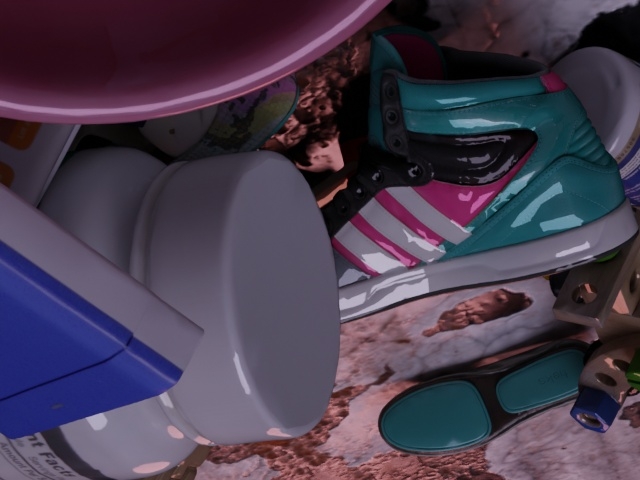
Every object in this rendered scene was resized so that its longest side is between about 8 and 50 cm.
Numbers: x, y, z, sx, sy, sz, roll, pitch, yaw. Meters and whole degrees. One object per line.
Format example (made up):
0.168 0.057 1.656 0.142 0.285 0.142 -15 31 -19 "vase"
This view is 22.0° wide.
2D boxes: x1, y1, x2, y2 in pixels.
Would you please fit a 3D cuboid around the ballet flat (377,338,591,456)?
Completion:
0.158 0.145 1.501 0.213 0.072 0.068 -20 176 12 "ballet flat"

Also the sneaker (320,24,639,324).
0.045 -0.049 1.094 0.295 0.178 0.124 -14 -169 16 "sneaker"

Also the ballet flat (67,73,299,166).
-0.119 -0.064 1.088 0.221 0.077 0.079 -27 141 25 "ballet flat"

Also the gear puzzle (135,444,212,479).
-0.172 0.161 1.288 0.175 0.044 0.339 -61 159 -2 "gear puzzle"

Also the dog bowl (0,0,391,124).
-0.099 -0.226 0.671 0.408 0.150 0.408 -3 126 -4 "dog bowl"

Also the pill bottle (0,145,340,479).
-0.184 0.051 1.028 0.361 0.204 0.204 -7 150 21 "pill bottle"

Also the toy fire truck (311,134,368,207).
0.000 0.000 1.244 0.192 0.047 0.135 -25 145 16 "toy fire truck"

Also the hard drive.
-0.231 -0.016 0.773 0.319 0.040 0.210 37 151 -19 "hard drive"

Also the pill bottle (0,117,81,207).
-0.230 -0.106 0.883 0.216 0.121 0.121 28 134 -8 "pill bottle"

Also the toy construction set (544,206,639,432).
0.322 0.044 1.309 0.309 0.257 0.237 -38 129 -9 "toy construction set"

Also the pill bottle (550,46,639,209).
0.237 -0.070 1.190 0.169 0.094 0.094 19 134 -39 "pill bottle"

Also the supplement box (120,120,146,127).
-0.123 -0.127 0.981 0.056 0.083 0.083 7 140 -28 "supplement box"
